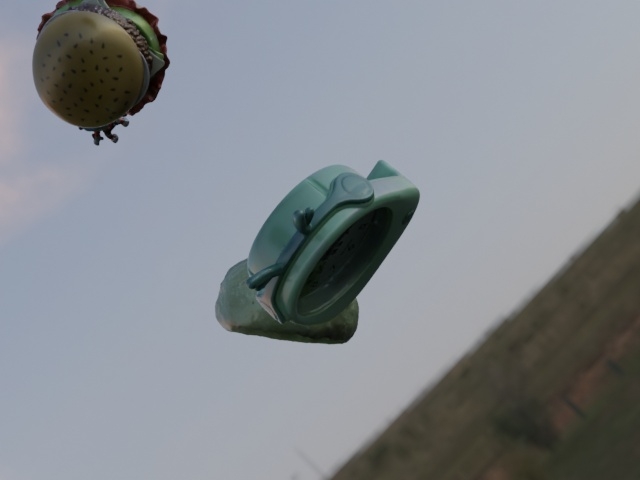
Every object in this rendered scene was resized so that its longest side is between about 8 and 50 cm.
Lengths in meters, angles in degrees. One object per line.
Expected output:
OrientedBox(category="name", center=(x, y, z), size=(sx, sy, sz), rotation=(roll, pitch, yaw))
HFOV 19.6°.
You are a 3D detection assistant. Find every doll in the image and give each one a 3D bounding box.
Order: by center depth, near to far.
OrientedBox(category="doll", center=(-0.306, -0.165, 2.493), size=(0.057, 0.039, 0.114), rotation=(-26, -32, 25))

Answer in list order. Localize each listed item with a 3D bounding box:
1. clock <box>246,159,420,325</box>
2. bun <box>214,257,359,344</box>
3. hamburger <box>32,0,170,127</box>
OrientedBox(category="clock", center=(0.000, 0.000, 1.654), size=(0.159, 0.066, 0.211), rotation=(-55, -20, 14))
OrientedBox(category="bun", center=(-0.042, 0.077, 2.494), size=(0.195, 0.195, 0.118), rotation=(23, -104, -76))
OrientedBox(category="hamburger", center=(-0.273, -0.215, 2.242), size=(0.175, 0.175, 0.137), rotation=(-52, 7, 22))
